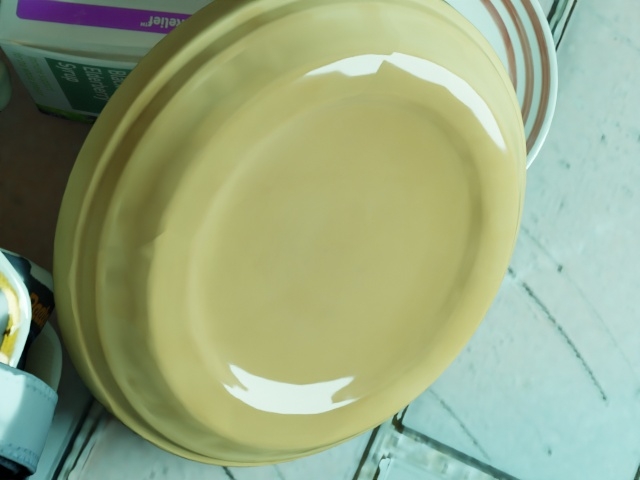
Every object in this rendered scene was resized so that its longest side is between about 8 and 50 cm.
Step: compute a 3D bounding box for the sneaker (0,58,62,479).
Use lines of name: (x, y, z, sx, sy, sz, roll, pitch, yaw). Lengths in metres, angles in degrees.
sneaker: (-0.152, 0.074, 0.574, 0.127, 0.126, 0.321, -6, 79, -7)

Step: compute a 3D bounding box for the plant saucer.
plant saucer: (0.000, 0.000, 0.605, 0.200, 0.037, 0.200, -15, 121, -26)

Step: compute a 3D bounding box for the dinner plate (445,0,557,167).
dinner plate: (0.032, -0.074, 0.698, 0.141, 0.017, 0.141, 2, 79, -12)

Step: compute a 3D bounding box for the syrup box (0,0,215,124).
syrup box: (-0.059, -0.168, 0.649, 0.096, 0.093, 0.237, 7, 78, 2)
